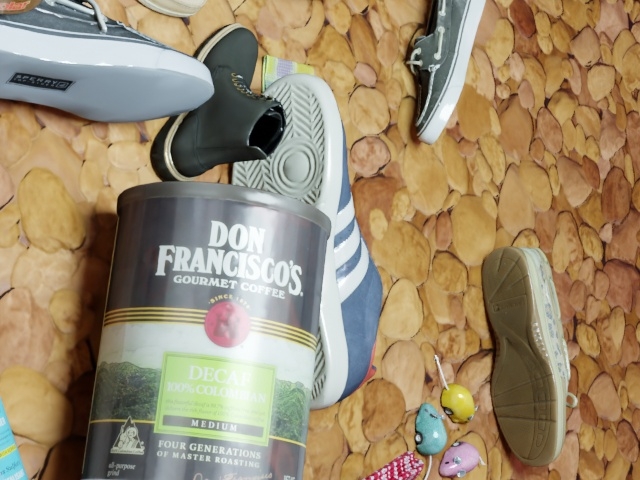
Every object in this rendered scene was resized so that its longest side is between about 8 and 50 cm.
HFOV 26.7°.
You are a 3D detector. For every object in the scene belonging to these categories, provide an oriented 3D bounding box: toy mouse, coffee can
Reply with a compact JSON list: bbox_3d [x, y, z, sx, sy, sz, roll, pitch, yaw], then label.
[{"bbox_3d":[0.158,0.246,1.649,0.161,0.031,0.143,57,47,-27],"label":"toy mouse"},{"bbox_3d":[-0.103,0.105,1.234,0.201,0.202,0.275,20,70,-46],"label":"coffee can"}]

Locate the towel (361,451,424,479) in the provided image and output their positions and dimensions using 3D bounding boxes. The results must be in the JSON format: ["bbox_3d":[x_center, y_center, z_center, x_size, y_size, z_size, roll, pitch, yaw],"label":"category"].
[{"bbox_3d":[0.017,0.333,1.368,0.275,0.031,0.198,-15,127,-63],"label":"towel"}]

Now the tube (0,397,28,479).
[{"bbox_3d":[-0.289,0.161,1.133,0.080,0.052,0.207,-29,101,-59],"label":"tube"}]

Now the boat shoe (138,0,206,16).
[{"bbox_3d":[-0.165,-0.273,1.320,0.170,0.059,0.063,29,64,-44],"label":"boat shoe"}]

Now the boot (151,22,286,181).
[{"bbox_3d":[-0.072,-0.143,1.352,0.077,0.137,0.198,43,54,-37],"label":"boot"}]

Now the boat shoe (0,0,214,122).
[{"bbox_3d":[-0.231,-0.177,1.198,0.306,0.113,0.105,2,66,-37],"label":"boat shoe"}]

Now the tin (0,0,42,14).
[{"bbox_3d":[-0.286,-0.265,1.128,0.106,0.040,0.189,-8,59,-32],"label":"tin"}]

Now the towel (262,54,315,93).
[{"bbox_3d":[-0.034,-0.171,1.497,0.083,0.009,0.060,9,79,-49],"label":"towel"}]

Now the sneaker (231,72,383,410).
[{"bbox_3d":[0.000,0.000,1.439,0.148,0.131,0.350,-4,94,-56],"label":"sneaker"}]

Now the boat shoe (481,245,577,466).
[{"bbox_3d":[0.281,0.147,1.750,0.089,0.105,0.285,-2,86,-47],"label":"boat shoe"}]

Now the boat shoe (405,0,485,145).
[{"bbox_3d":[0.143,-0.223,1.671,0.070,0.078,0.219,20,70,-10],"label":"boat shoe"}]
